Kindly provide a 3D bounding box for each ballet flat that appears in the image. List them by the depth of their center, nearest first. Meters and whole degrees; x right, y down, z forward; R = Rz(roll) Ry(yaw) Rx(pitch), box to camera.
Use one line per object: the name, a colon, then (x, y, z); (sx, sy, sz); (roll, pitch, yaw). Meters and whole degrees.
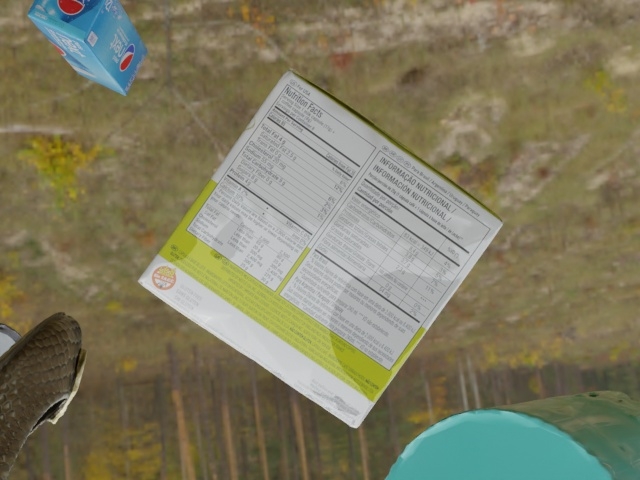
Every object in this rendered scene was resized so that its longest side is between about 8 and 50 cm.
ballet flat: (-0.159, 0.116, 0.430); (0.084, 0.058, 0.250); (-51, -171, 25)

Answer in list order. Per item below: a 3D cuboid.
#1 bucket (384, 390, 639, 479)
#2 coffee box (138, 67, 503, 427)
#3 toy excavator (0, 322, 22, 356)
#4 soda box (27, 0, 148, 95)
bucket: (0.186, 0.255, 0.756); (0.281, 0.281, 0.183); (-16, 163, 39)
coffee box: (0.000, 0.000, 1.338); (0.338, 0.334, 0.337); (35, -177, -4)
toy excavator: (-0.596, 0.323, 1.208); (0.432, 0.445, 0.222); (3, 176, -30)
soda box: (-0.261, -0.236, 1.095); (0.071, 0.067, 0.210); (25, 173, 3)
